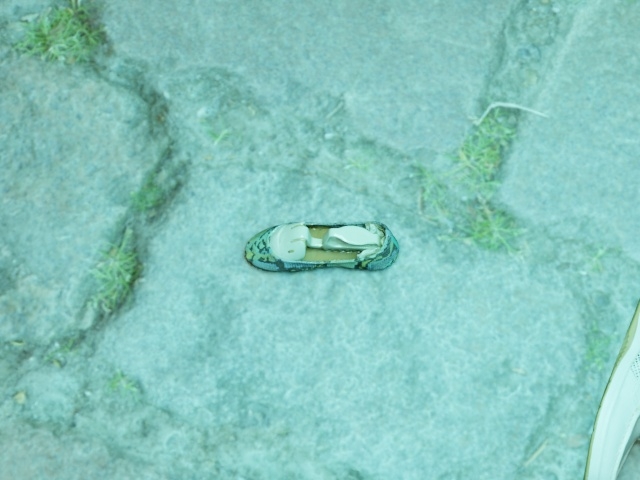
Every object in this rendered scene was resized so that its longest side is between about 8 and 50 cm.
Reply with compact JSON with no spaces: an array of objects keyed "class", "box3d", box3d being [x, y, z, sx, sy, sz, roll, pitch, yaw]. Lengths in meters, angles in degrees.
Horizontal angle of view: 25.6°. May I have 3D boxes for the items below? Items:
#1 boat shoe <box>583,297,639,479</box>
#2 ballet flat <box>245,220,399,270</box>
[{"class":"boat shoe","box3d":[0.370,0.169,1.575,0.096,0.098,0.277,20,69,13]},{"class":"ballet flat","box3d":[0.000,0.000,1.695,0.188,0.070,0.070,-3,67,4]}]
